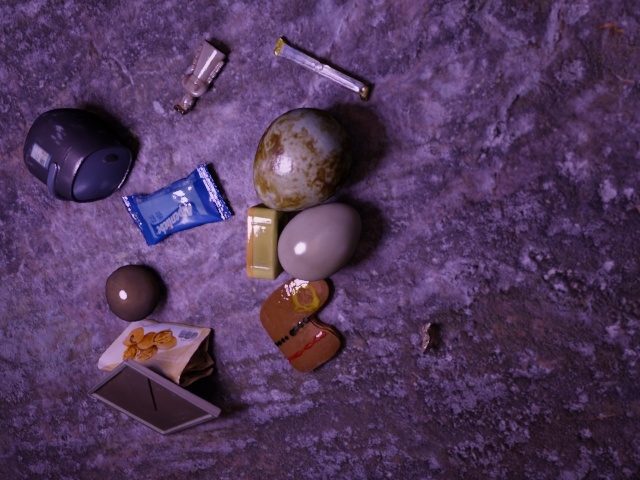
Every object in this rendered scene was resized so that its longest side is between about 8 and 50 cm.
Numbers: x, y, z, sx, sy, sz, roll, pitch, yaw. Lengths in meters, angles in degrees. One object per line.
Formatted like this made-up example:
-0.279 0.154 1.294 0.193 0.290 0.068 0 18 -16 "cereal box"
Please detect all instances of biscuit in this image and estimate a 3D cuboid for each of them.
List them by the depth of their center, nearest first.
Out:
0.003 -0.453 1.118 0.291 0.026 0.048 31 113 8 "biscuit"
-0.042 0.251 1.282 0.262 0.052 0.277 -33 92 21 "biscuit"

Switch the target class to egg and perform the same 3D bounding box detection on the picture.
-0.051 -0.198 1.082 0.238 0.238 0.289 47 118 2 "egg"
0.000 0.000 1.139 0.253 0.188 0.189 -42 89 13 "egg"

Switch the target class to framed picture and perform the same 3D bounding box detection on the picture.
-0.555 0.520 1.372 0.326 0.028 0.446 39 134 -18 "framed picture"

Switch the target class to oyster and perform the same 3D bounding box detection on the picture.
0.291 0.271 1.181 0.038 0.081 0.083 22 75 34 "oyster"

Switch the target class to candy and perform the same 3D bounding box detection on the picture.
-0.451 -0.105 1.313 0.331 0.077 0.187 -18 104 20 "candy"

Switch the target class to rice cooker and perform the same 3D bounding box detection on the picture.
-0.728 -0.253 1.269 0.224 0.267 0.267 37 110 7 "rice cooker"

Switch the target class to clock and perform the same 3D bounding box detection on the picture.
-0.151 0.000 1.208 0.096 0.143 0.203 4 103 8 "clock"

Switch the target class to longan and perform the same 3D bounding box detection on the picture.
-0.610 0.173 1.377 0.189 0.189 0.189 4 104 16 "longan"

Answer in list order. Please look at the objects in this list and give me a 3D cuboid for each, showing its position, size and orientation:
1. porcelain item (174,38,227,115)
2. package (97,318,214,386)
-0.347 -0.455 1.207 0.084 0.054 0.213 39 109 8 "porcelain item"
-0.524 0.402 1.406 0.311 0.221 0.165 2 124 17 "package"
